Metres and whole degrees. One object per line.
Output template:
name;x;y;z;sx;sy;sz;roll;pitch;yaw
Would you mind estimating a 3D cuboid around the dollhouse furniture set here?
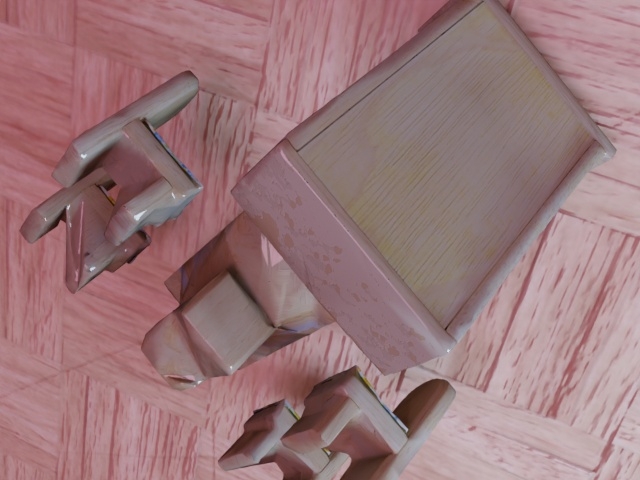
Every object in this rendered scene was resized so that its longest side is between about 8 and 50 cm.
dollhouse furniture set;0.000;0.000;0.674;0.362;0.256;0.394;50;144;-4
